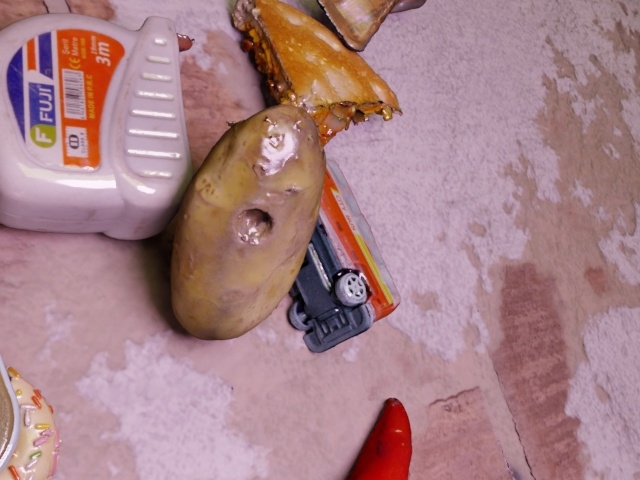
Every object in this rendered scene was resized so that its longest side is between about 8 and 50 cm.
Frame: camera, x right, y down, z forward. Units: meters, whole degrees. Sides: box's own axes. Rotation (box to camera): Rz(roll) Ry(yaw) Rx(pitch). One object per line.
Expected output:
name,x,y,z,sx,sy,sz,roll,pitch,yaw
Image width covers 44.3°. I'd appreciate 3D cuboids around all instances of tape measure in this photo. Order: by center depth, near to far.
tape measure,-0.265,-0.134,0.896,0.265,0.130,0.258,2,65,-28

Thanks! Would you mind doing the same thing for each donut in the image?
donut,-0.304,0.209,0.742,0.108,0.065,0.166,38,50,-7

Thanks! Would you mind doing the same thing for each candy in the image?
candy,0.071,-0.392,1.244,0.143,0.101,0.271,47,44,-4

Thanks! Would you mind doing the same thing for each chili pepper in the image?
chili pepper,0.004,0.314,0.905,0.368,0.092,0.137,-21,63,-46

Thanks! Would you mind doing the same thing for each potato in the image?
potato,-0.082,-0.022,0.878,0.141,0.296,0.191,36,33,16

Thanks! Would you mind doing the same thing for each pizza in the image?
pizza,-0.016,-0.226,1.126,0.289,0.081,0.229,32,40,-17

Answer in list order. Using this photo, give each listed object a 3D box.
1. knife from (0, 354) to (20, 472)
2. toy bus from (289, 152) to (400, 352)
knife,-0.357,0.071,0.759,0.061,0.027,0.343,-18,65,-28
toy bus,0.000,0.000,1.022,0.119,0.121,0.265,-16,77,-47
